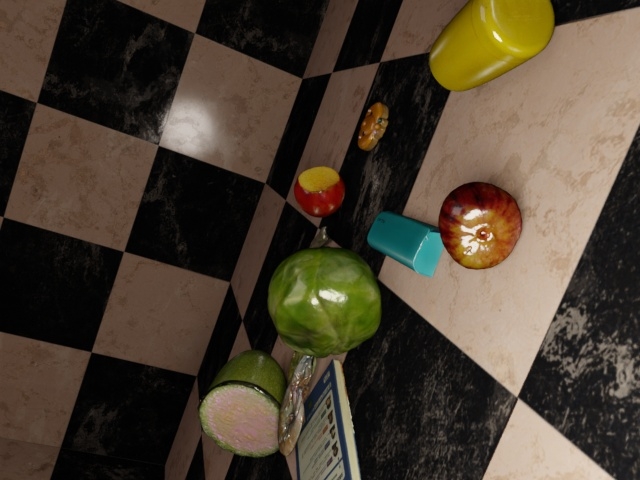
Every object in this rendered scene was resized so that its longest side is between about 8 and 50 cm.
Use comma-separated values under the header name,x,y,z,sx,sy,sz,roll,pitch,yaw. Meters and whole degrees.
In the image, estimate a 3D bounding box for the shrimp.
name,x,y,z,sx,sy,sz,roll,pitch,yaw
shrimp,-0.068,0.483,1.612,0.164,0.062,0.317,-145,71,-68

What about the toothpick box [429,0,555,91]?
name,x,y,z,sx,sy,sz,roll,pitch,yaw
toothpick box,0.353,-0.431,1.195,0.271,0.174,0.175,159,126,-72

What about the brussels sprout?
name,x,y,z,sx,sy,sz,roll,pitch,yaw
brussels sprout,0.004,0.171,1.475,0.355,0.289,0.282,94,167,-50

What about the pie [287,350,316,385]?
name,x,y,z,sx,sy,sz,roll,pitch,yaw
pie,-0.057,0.407,1.796,0.187,0.041,0.187,-161,90,-72

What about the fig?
name,x,y,z,sx,sy,sz,roll,pitch,yaw
fig,0.290,-0.047,1.037,0.149,0.148,0.202,78,177,-49

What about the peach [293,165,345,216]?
name,x,y,z,sx,sy,sz,roll,pitch,yaw
peach,-0.004,-0.179,1.968,0.192,0.190,0.190,114,169,-74

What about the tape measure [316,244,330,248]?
name,x,y,z,sx,sy,sz,roll,pitch,yaw
tape measure,-0.006,0.099,1.881,0.125,0.080,0.146,124,159,-66

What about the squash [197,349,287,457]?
name,x,y,z,sx,sy,sz,roll,pitch,yaw
squash,-0.219,0.521,1.886,0.310,0.310,0.309,-63,-1,26

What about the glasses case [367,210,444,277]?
name,x,y,z,sx,sy,sz,roll,pitch,yaw
glasses case,0.207,-0.004,1.380,0.301,0.070,0.117,-147,76,-73

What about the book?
name,x,y,z,sx,sy,sz,roll,pitch,yaw
book,0.007,0.569,1.459,0.428,0.039,0.300,-99,32,-55

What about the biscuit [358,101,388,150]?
name,x,y,z,sx,sy,sz,roll,pitch,yaw
biscuit,0.173,-0.388,1.866,0.170,0.050,0.171,-163,90,-72

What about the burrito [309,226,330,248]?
name,x,y,z,sx,sy,sz,roll,pitch,yaw
burrito,-0.002,0.000,2.022,0.171,0.042,0.051,137,136,-59
